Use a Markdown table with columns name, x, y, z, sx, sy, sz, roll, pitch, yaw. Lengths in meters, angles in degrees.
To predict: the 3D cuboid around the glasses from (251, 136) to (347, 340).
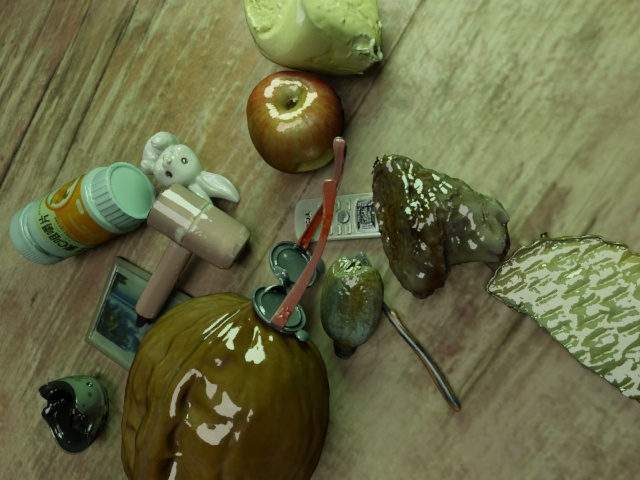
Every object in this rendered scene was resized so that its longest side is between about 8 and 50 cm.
| name | x | y | z | sx | sy | sz | roll | pitch | yaw |
| --- | --- | --- | --- | --- | --- | --- | --- | --- | --- |
| glasses | 0.000 | 0.000 | 0.682 | 0.118 | 0.234 | 0.268 | 29 | 121 | -7 |

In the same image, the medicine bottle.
| name | x | y | z | sx | sy | sz | roll | pitch | yaw |
| --- | --- | --- | --- | --- | --- | --- | --- | --- | --- |
| medicine bottle | -0.548 | -0.061 | 0.993 | 0.318 | 0.158 | 0.158 | -20 | 79 | 20 |

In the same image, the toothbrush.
| name | x | y | z | sx | sy | sz | roll | pitch | yaw |
| --- | --- | --- | --- | --- | --- | --- | --- | --- | --- |
| toothbrush | 0.148 | 0.157 | 0.758 | 0.031 | 0.023 | 0.321 | -37 | 73 | 19 |

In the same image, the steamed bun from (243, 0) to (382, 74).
| name | x | y | z | sx | sy | sz | roll | pitch | yaw |
| --- | --- | --- | --- | --- | --- | --- | --- | --- | --- |
| steamed bun | -0.017 | -0.408 | 0.770 | 0.166 | 0.232 | 0.272 | -30 | 74 | 46 |

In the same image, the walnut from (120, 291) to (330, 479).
| name | x | y | z | sx | sy | sz | roll | pitch | yaw |
| --- | --- | --- | --- | --- | --- | --- | --- | --- | --- |
| walnut | -0.162 | 0.284 | 0.720 | 0.354 | 0.308 | 0.397 | 16 | 101 | 19 |

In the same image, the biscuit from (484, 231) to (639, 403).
| name | x | y | z | sx | sy | sz | roll | pitch | yaw |
| --- | --- | --- | --- | --- | --- | --- | --- | --- | --- |
| biscuit | 0.415 | 0.091 | 0.644 | 0.273 | 0.036 | 0.187 | 43 | 102 | 20 |

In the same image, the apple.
| name | x | y | z | sx | sy | sz | roll | pitch | yaw |
| --- | --- | --- | --- | --- | --- | --- | --- | --- | --- |
| apple | -0.046 | -0.208 | 0.789 | 0.199 | 0.199 | 0.199 | -2 | 85 | 23 |

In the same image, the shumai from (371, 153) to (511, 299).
| name | x | y | z | sx | sy | sz | roll | pitch | yaw |
| --- | --- | --- | --- | --- | --- | --- | --- | --- | --- |
| shumai | 0.199 | -0.032 | 0.699 | 0.186 | 0.184 | 0.218 | -13 | 66 | -13 |

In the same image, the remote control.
| name | x | y | z | sx | sy | sz | roll | pitch | yaw |
| --- | --- | --- | --- | --- | --- | --- | --- | --- | --- |
| remote control | 0.038 | -0.043 | 0.815 | 0.190 | 0.029 | 0.087 | -3 | 85 | 23 |

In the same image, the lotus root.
| name | x | y | z | sx | sy | sz | roll | pitch | yaw |
| --- | --- | --- | --- | --- | --- | --- | --- | --- | --- |
| lotus root | 0.052 | 0.124 | 0.760 | 0.113 | 0.088 | 0.192 | 19 | 109 | 32 |

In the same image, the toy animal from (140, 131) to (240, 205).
| name | x | y | z | sx | sy | sz | roll | pitch | yaw |
| --- | --- | --- | --- | --- | --- | --- | --- | --- | --- |
| toy animal | -0.286 | -0.137 | 0.910 | 0.221 | 0.131 | 0.103 | 39 | 87 | 18 |

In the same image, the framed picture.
| name | x | y | z | sx | sy | sz | roll | pitch | yaw |
| --- | --- | --- | --- | --- | --- | --- | --- | --- | --- |
| framed picture | -0.403 | 0.199 | 0.985 | 0.315 | 0.024 | 0.232 | 22 | 93 | 22 |

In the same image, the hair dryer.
| name | x | y | z | sx | sy | sz | roll | pitch | yaw |
| --- | --- | --- | --- | --- | --- | --- | --- | --- | --- |
| hair dryer | -0.303 | 0.067 | 0.903 | 0.189 | 0.106 | 0.344 | 32 | 111 | -6 |

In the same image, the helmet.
| name | x | y | z | sx | sy | sz | roll | pitch | yaw |
| --- | --- | --- | --- | --- | --- | --- | --- | --- | --- |
| helmet | -0.559 | 0.390 | 0.996 | 0.153 | 0.107 | 0.176 | 12 | 110 | 20 |
